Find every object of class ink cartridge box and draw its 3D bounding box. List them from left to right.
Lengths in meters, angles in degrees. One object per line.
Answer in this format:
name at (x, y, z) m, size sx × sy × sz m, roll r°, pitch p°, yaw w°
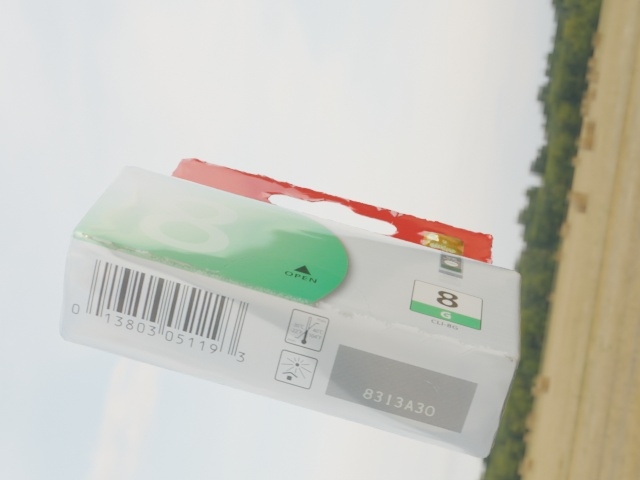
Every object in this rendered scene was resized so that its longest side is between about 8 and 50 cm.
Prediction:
ink cartridge box at (0.000, 0.000, 0.612) m, size 0.224 × 0.181 × 0.056 m, roll -71°, pitch -4°, yaw -64°
